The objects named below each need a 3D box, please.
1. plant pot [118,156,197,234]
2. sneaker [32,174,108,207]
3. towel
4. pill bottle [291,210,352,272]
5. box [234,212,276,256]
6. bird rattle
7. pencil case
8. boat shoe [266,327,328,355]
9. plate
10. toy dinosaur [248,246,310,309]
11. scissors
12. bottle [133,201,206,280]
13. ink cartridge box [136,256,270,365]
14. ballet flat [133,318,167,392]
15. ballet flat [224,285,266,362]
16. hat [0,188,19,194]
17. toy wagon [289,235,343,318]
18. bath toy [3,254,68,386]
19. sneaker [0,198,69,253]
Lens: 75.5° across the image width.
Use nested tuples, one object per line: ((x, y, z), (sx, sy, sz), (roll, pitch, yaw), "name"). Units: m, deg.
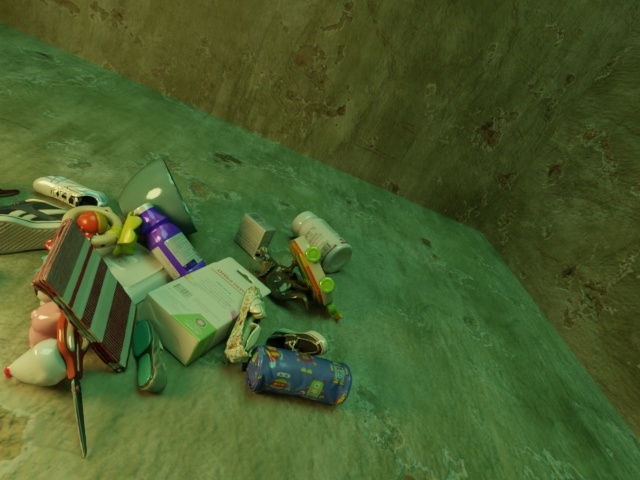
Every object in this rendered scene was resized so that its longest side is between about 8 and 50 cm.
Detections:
((-0.589, -0.123, 1.468), (0.196, 0.290, 0.290), (-26, 49, -14), "plant pot")
((-0.865, -0.159, 1.430), (0.238, 0.085, 0.086), (17, 23, -18), "sneaker")
((-0.548, 0.136, 1.001), (0.037, 0.328, 0.237), (-18, 37, -3), "towel")
((0.000, 0.000, 1.876), (0.161, 0.160, 0.283), (-3, 40, -46), "pill bottle")
((-0.268, -0.024, 1.690), (0.126, 0.137, 0.072), (40, 27, 22), "box")
((-0.676, -0.020, 1.228), (0.254, 0.143, 0.207), (-17, 56, -40), "bird rattle")
((-0.065, 0.386, 1.170), (0.306, 0.133, 0.119), (18, 3, -21), "pencil case")
((-0.074, 0.317, 1.253), (0.220, 0.077, 0.070), (-4, 11, 42), "boat shoe")
((-0.620, 0.074, 1.289), (0.277, 0.045, 0.278), (32, 27, 7), "plate")
((-0.141, 0.161, 1.538), (0.161, 0.121, 0.313), (-16, 54, -22), "toy dinosaur")
((-0.522, 0.293, 0.869), (0.021, 0.109, 0.296), (-15, 56, -6), "scissors")
((-0.490, 0.010, 1.331), (0.282, 0.092, 0.118), (54, 24, -8), "bottle")
((-0.334, 0.195, 1.254), (0.207, 0.119, 0.353), (38, 28, 13), "ink cartridge box")
((-0.435, 0.297, 1.061), (0.068, 0.072, 0.213), (42, 12, -44), "ballet flat")
((-0.197, 0.236, 1.182), (0.091, 0.077, 0.240), (52, 40, -41), "ballet flat")
((-1.037, -0.108, 1.245), (0.173, 0.183, 0.208), (35, 68, 29), "hat")
((-0.016, 0.146, 1.549), (0.344, 0.068, 0.267), (66, -12, -2), "toy wagon")
((-0.640, 0.190, 0.975), (0.129, 0.151, 0.348), (-17, 46, -7), "bath toy")
((-0.864, -0.044, 1.184), (0.127, 0.126, 0.321), (46, 20, 22), "sneaker")
